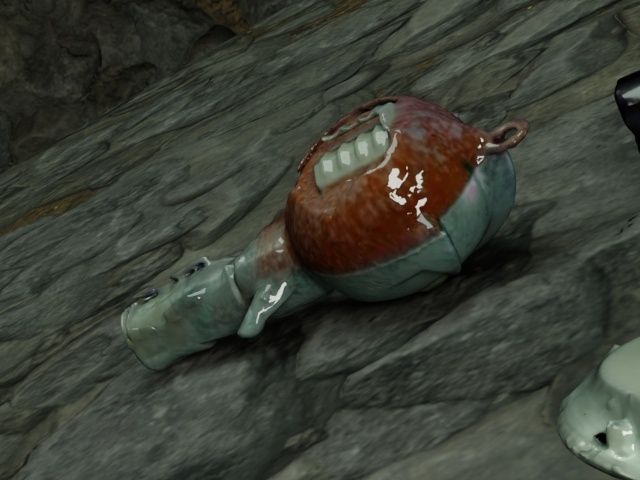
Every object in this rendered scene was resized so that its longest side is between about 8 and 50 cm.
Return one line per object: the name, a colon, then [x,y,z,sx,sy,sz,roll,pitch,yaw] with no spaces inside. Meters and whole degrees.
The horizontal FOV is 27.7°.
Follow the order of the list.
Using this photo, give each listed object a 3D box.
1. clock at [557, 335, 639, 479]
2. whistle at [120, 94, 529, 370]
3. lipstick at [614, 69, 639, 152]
clock: [0.204,0.038,0.483,0.236,0.053,0.236,-8,7,1]
whistle: [-0.001,-0.001,0.920,0.346,0.133,0.142,-28,51,27]
lipstick: [0.393,-0.142,0.807,0.418,0.077,0.077,-19,19,20]
